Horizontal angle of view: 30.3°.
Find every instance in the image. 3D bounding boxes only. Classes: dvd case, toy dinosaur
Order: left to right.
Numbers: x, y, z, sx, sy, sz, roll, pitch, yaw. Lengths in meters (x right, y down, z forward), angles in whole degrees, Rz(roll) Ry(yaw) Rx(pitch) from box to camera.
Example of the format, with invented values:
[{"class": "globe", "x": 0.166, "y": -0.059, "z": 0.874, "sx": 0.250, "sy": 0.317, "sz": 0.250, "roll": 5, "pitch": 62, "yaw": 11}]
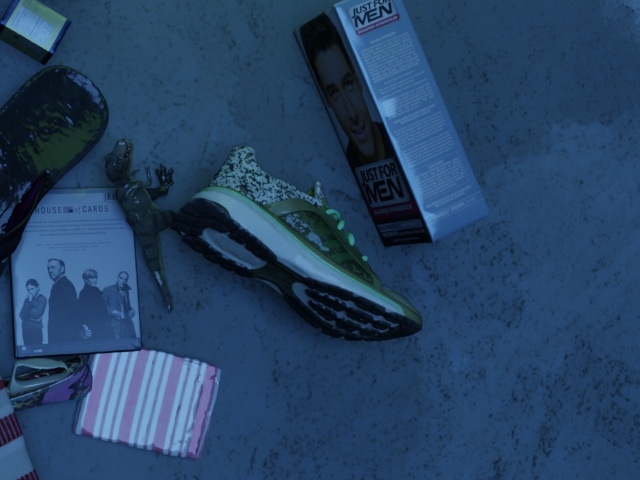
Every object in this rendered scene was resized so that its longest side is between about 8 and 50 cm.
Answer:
[{"class": "dvd case", "x": -0.350, "y": 0.044, "z": 1.683, "sx": 0.179, "sy": 0.029, "sz": 0.239, "roll": -2, "pitch": 80, "yaw": -21}, {"class": "toy dinosaur", "x": -0.237, "y": -0.039, "z": 1.718, "sx": 0.118, "sy": 0.064, "sz": 0.268, "roll": -42, "pitch": 123, "yaw": -43}]

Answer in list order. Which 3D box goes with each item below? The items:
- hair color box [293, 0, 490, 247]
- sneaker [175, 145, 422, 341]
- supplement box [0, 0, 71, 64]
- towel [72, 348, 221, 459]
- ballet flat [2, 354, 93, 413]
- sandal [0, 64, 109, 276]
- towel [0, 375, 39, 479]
[{"class": "hair color box", "x": 0.105, "y": -0.183, "z": 1.799, "sx": 0.113, "sy": 0.185, "sz": 0.374, "roll": -25, "pitch": 96, "yaw": -20}, {"class": "sneaker", "x": 0.000, "y": 0.000, "z": 1.711, "sx": 0.410, "sy": 0.158, "sz": 0.182, "roll": 35, "pitch": 59, "yaw": -21}, {"class": "supplement box", "x": -0.406, "y": -0.298, "z": 1.664, "sx": 0.083, "sy": 0.083, "sz": 0.056, "roll": 30, "pitch": 76, "yaw": -18}, {"class": "towel", "x": -0.252, "y": 0.231, "z": 1.726, "sx": 0.197, "sy": 0.029, "sz": 0.144, "roll": 16, "pitch": 81, "yaw": -17}, {"class": "ballet flat", "x": -0.424, "y": 0.203, "z": 1.626, "sx": 0.221, "sy": 0.077, "sz": 0.079, "roll": -15, "pitch": 121, "yaw": -20}, {"class": "sandal", "x": -0.439, "y": -0.071, "z": 1.582, "sx": 0.167, "sy": 0.107, "sz": 0.446, "roll": 39, "pitch": 63, "yaw": -17}, {"class": "towel", "x": -0.469, "y": 0.295, "z": 1.502, "sx": 0.237, "sy": 0.037, "sz": 0.329, "roll": -27, "pitch": 101, "yaw": -53}]
